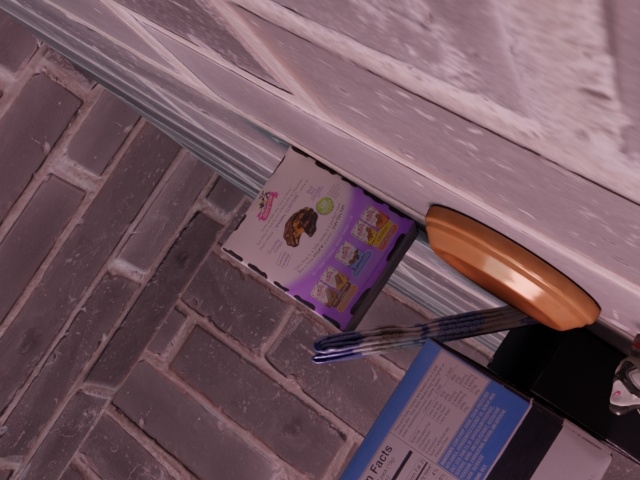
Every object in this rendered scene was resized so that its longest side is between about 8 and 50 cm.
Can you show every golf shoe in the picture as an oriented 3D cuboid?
[{"bbox_3d":[0.344,0.164,0.825,0.186,0.086,0.067,33,177,-17],"label":"golf shoe"}]

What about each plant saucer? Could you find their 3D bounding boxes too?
[{"bbox_3d":[0.186,0.034,0.889,0.200,0.037,0.200,34,177,2],"label":"plant saucer"}]

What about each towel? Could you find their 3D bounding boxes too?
[{"bbox_3d":[0.138,0.116,1.114,0.284,0.034,0.209,-12,170,7],"label":"towel"}]

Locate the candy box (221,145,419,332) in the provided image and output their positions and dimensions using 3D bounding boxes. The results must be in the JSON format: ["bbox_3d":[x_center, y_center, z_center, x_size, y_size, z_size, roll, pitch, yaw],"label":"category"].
[{"bbox_3d":[0.000,0.000,1.132,0.196,0.165,0.070,33,176,15],"label":"candy box"}]

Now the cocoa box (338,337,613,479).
[{"bbox_3d":[0.185,0.280,1.059,0.228,0.231,0.347,32,178,18],"label":"cocoa box"}]

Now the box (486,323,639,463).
[{"bbox_3d":[0.343,0.190,1.153,0.184,0.103,0.261,31,178,0],"label":"box"}]
